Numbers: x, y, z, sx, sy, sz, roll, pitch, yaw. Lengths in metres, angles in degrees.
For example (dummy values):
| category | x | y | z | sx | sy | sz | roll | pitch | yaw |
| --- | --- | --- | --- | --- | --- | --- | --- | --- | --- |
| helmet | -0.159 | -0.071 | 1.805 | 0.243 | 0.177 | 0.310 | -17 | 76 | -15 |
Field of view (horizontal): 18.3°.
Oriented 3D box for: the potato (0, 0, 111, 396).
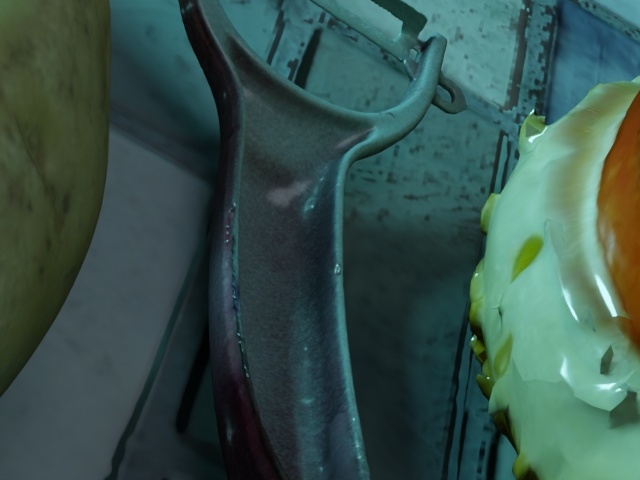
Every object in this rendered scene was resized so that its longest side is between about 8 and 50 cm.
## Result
| category | x | y | z | sx | sy | sz | roll | pitch | yaw |
| --- | --- | --- | --- | --- | --- | --- | --- | --- | --- |
| potato | -0.127 | -0.019 | 0.488 | 0.161 | 0.128 | 0.235 | -1 | 51 | -20 |

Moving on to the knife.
| category | x | y | z | sx | sy | sz | roll | pitch | yaw |
| --- | --- | --- | --- | --- | --- | --- | --- | --- | --- |
| knife | -0.001 | 0.002 | 0.623 | 0.123 | 0.053 | 0.278 | 27 | 36 | -20 |

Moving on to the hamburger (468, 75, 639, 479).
| category | x | y | z | sx | sy | sz | roll | pitch | yaw |
| --- | --- | --- | --- | --- | --- | --- | --- | --- | --- |
| hamburger | 0.222 | 0.026 | 0.613 | 0.330 | 0.250 | 0.330 | 24 | 39 | -21 |
